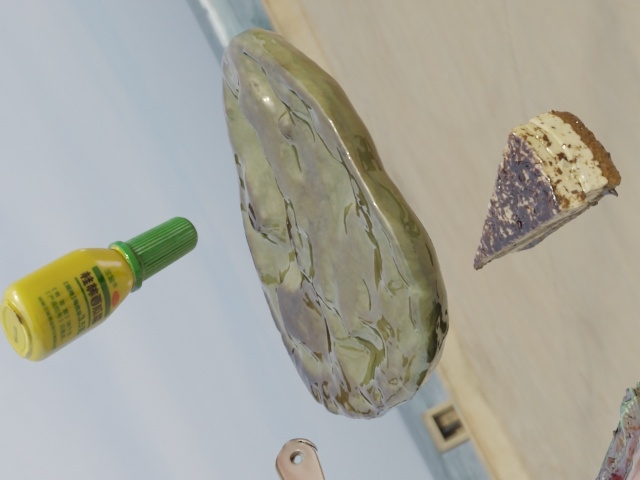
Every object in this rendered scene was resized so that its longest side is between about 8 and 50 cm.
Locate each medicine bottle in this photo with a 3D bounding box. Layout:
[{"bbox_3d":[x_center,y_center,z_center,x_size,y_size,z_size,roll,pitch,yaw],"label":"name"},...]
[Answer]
[{"bbox_3d":[-0.284,0.048,1.275,0.076,0.309,0.111,15,123,33],"label":"medicine bottle"}]

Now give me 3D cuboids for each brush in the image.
[{"bbox_3d":[0.020,0.356,1.068,0.313,0.072,0.067,60,174,41],"label":"brush"}]

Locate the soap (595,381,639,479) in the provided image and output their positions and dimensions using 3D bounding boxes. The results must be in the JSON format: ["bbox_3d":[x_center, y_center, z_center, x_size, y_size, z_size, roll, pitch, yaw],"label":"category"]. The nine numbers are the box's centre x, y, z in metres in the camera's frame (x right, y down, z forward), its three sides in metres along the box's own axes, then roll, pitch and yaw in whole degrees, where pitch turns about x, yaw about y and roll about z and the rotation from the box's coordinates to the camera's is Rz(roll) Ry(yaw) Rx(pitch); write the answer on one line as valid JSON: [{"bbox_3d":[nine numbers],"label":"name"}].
[{"bbox_3d":[0.221,0.232,0.678,0.218,0.098,0.273,-44,-27,-67],"label":"soap"}]

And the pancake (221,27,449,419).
[{"bbox_3d":[0.000,0.000,0.682,0.294,0.049,0.294,50,152,39],"label":"pancake"}]

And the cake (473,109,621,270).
[{"bbox_3d":[0.267,-0.068,1.258,0.135,0.112,0.246,66,156,11],"label":"cake"}]
